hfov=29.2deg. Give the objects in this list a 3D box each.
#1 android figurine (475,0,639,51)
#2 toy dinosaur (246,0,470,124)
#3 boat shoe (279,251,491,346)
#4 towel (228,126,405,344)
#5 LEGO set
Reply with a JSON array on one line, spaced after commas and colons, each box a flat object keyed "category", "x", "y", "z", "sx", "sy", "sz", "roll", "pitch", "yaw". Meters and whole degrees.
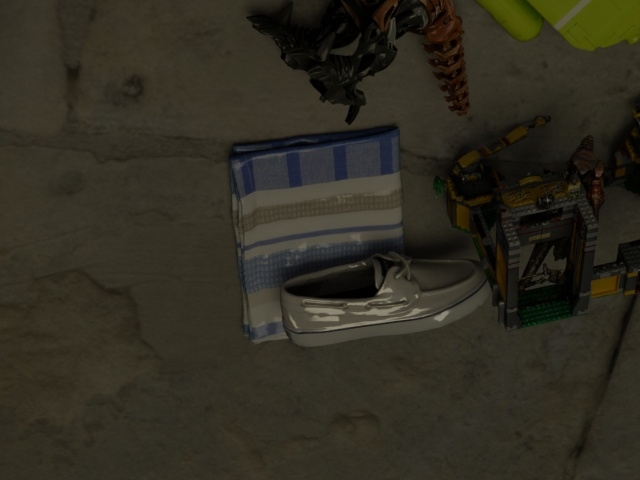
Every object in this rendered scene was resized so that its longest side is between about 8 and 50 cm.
[{"category": "android figurine", "x": 0.281, "y": -0.313, "z": 1.297, "sx": 0.273, "sy": 0.056, "sz": 0.248, "roll": 35, "pitch": 112, "yaw": -28}, {"category": "toy dinosaur", "x": 0.059, "y": -0.244, "z": 1.258, "sx": 0.218, "sy": 0.164, "sz": 0.322, "roll": -43, "pitch": 101, "yaw": 1}, {"category": "boat shoe", "x": 0.078, "y": 0.058, "z": 1.461, "sx": 0.258, "sy": 0.095, "sz": 0.084, "roll": -15, "pitch": 129, "yaw": -5}, {"category": "towel", "x": 0.000, "y": 0.000, "z": 1.481, "sx": 0.209, "sy": 0.034, "sz": 0.285, "roll": -7, "pitch": 126, "yaw": -6}, {"category": "LEGO set", "x": 0.294, "y": -0.055, "z": 1.361, "sx": 0.331, "sy": 0.255, "sz": 0.192, "roll": -6, "pitch": 142, "yaw": 3}]
